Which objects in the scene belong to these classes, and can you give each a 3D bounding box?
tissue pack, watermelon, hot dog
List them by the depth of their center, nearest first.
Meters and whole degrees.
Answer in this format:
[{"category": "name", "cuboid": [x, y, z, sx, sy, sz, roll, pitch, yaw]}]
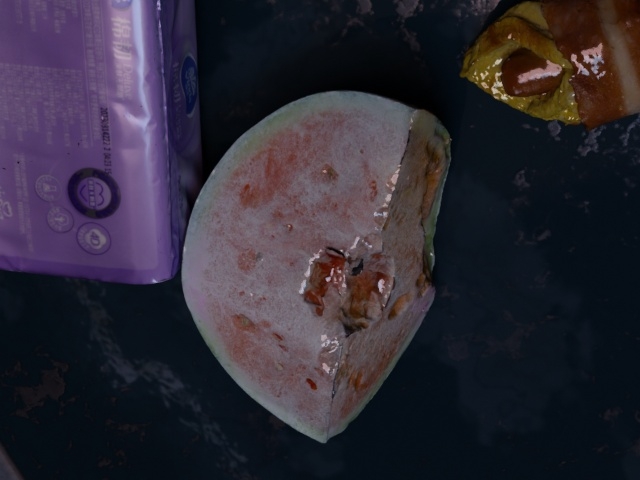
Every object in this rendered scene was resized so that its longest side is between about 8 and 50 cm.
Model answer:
[{"category": "hot dog", "cuboid": [0.242, -0.159, 1.447, 0.261, 0.093, 0.123, -16, 112, 21]}, {"category": "tissue pack", "cuboid": [-0.234, -0.148, 1.536, 0.242, 0.160, 0.338, 6, 117, 13]}, {"category": "watermelon", "cuboid": [0.004, 0.000, 1.567, 0.188, 0.175, 0.322, 29, 104, 24]}]
